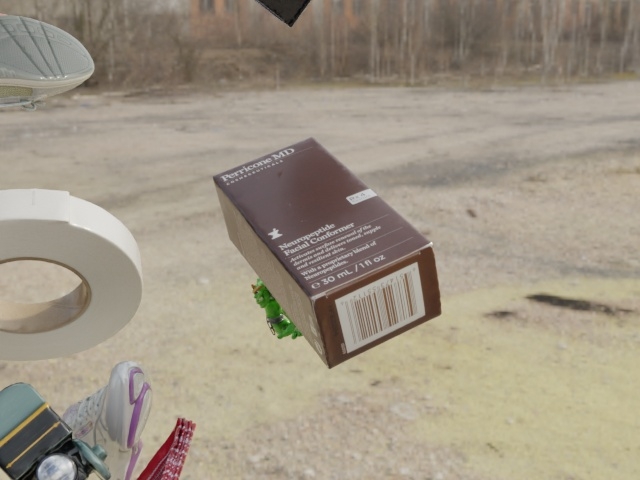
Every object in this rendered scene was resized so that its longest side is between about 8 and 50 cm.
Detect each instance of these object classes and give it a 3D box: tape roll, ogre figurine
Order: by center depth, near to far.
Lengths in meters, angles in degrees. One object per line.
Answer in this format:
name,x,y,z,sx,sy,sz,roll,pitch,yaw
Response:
ogre figurine,-0.057,0.104,1.444,0.097,0.118,0.197,-28,1,-7
tape roll,-0.501,0.070,1.446,0.392,0.392,0.072,-4,49,-13

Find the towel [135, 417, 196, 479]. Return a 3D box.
towel,-0.258,0.390,1.203,0.031,0.199,0.275,32,15,-9

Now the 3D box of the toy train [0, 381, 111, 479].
toy train,-0.410,0.314,1.236,0.142,0.190,0.334,-41,-2,-22

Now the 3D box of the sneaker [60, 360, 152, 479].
sneaker,-0.368,0.306,1.408,0.152,0.305,0.114,20,40,0

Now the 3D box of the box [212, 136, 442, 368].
box,0.000,0.000,1.262,0.191,0.143,0.381,-24,36,-16

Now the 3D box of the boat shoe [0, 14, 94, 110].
boat shoe,-0.466,-0.229,1.160,0.320,0.118,0.103,-23,-13,-45

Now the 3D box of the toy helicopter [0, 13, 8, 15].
toy helicopter,-0.660,-0.448,1.684,0.140,0.235,0.355,5,33,-35

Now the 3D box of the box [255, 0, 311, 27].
box,-0.060,-0.472,1.432,0.153,0.108,0.207,37,29,-9
